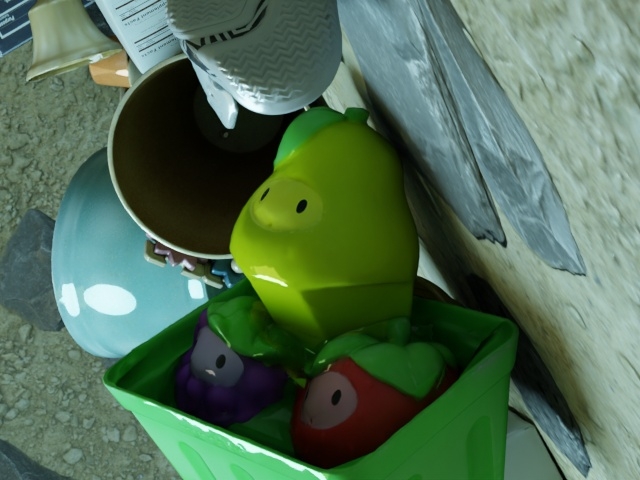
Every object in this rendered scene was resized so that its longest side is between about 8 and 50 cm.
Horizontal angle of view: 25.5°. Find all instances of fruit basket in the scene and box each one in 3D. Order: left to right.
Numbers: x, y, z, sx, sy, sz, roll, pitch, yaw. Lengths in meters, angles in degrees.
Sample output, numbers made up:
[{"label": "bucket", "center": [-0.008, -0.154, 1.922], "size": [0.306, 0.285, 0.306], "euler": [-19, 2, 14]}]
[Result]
[{"label": "fruit basket", "center": [-0.011, 0.079, 1.311], "size": [0.392, 0.283, 0.392], "euler": [32, 140, 32]}]

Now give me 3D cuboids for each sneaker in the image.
[{"label": "sneaker", "center": [-0.049, -0.176, 1.215], "size": [0.210, 0.137, 0.366], "euler": [63, 178, -42]}]

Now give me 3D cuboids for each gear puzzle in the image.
[{"label": "gear puzzle", "center": [-0.134, -0.082, 1.794], "size": [0.175, 0.044, 0.339], "euler": [23, -138, -25]}]

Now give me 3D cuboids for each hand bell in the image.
[{"label": "hand bell", "center": [-0.343, -0.329, 1.738], "size": [0.126, 0.126, 0.242], "euler": [-163, 53, -82]}]

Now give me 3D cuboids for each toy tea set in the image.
[{"label": "toy tea set", "center": [-0.204, -0.253, 1.953], "size": [0.336, 0.124, 0.200], "euler": [-69, -27, -59]}]

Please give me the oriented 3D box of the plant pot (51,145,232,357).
[{"label": "plant pot", "center": [-0.192, 0.022, 1.890], "size": [0.196, 0.293, 0.293], "euler": [5, 143, 26]}]

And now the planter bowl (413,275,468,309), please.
[{"label": "planter bowl", "center": [0.107, 0.121, 1.436], "size": [0.217, 0.090, 0.217], "euler": [18, 114, 45]}]

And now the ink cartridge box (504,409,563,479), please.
[{"label": "ink cartridge box", "center": [0.189, 0.329, 1.660], "size": [0.279, 0.160, 0.384], "euler": [60, 175, -8]}]

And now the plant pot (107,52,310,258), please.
[{"label": "plant pot", "center": [-0.109, -0.128, 1.667], "size": [0.237, 0.237, 0.254], "euler": [60, -169, -13]}]

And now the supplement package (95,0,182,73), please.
[{"label": "supplement package", "center": [-0.210, -0.344, 1.613], "size": [0.194, 0.149, 0.203], "euler": [55, 174, 41]}]

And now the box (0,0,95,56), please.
[{"label": "box", "center": [-0.410, -0.464, 1.978], "size": [0.294, 0.296, 0.183], "euler": [61, 173, -23]}]

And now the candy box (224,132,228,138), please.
[{"label": "candy box", "center": [-0.098, -0.085, 1.992], "size": [0.196, 0.070, 0.165], "euler": [26, 164, 24]}]
